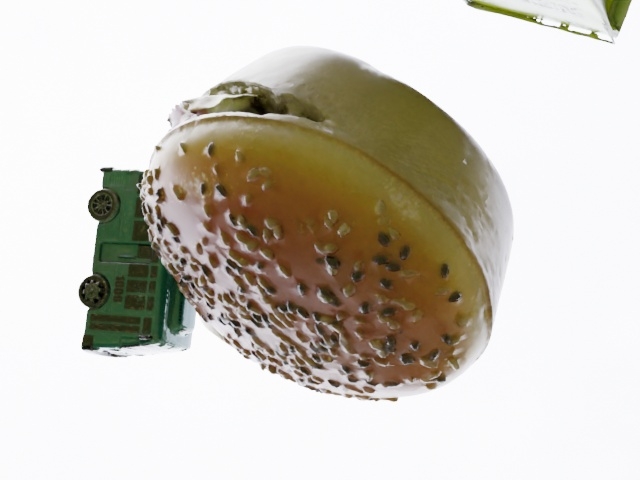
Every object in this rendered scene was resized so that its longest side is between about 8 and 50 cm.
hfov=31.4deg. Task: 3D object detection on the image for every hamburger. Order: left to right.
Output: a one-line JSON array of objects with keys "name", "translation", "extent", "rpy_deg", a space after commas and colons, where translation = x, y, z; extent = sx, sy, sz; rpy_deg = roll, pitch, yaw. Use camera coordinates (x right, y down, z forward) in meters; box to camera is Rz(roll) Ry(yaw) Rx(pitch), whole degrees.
[{"name": "hamburger", "translation": [0.000, 0.000, 0.869], "extent": [0.176, 0.300, 0.300], "rpy_deg": [-52, -54, -30]}]

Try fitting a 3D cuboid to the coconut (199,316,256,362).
[{"name": "coconut", "translation": [-0.048, 0.023, 1.355], "extent": [0.241, 0.241, 0.241], "rpy_deg": [-5, -60, -9]}]

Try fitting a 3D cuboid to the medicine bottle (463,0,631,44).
[{"name": "medicine bottle", "translation": [0.153, -0.253, 0.824], "extent": [0.137, 0.250, 0.141], "rpy_deg": [19, -89, 25]}]

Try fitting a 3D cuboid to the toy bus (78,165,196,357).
[{"name": "toy bus", "translation": [-0.150, 0.022, 0.982], "extent": [0.091, 0.079, 0.160], "rpy_deg": [2, -100, 19]}]
